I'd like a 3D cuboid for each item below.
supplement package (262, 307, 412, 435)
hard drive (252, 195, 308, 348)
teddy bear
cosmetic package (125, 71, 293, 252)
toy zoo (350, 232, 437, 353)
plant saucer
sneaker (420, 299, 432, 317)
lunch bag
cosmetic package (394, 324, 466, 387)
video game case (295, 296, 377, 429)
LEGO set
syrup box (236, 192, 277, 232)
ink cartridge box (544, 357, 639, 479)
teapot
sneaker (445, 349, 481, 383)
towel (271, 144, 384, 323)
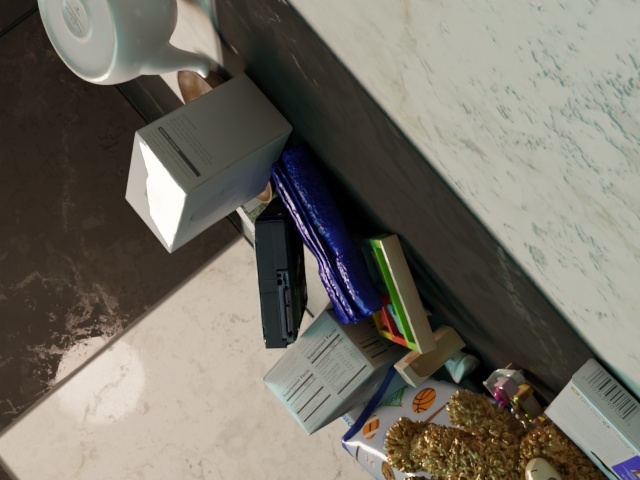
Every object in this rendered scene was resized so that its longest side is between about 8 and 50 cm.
[{"bbox_3d":[0.052,0.232,1.662,0.145,0.204,0.262,48,-156,16],"label":"supplement package"},{"bbox_3d":[-0.073,0.049,1.644,0.339,0.064,0.237,-77,-17,-78],"label":"hard drive"},{"bbox_3d":[0.228,0.330,1.187,0.338,0.245,0.113,9,176,38],"label":"teddy bear"},{"bbox_3d":[-0.192,-0.129,1.430,0.138,0.225,0.224,50,151,10],"label":"cosmetic package"},{"bbox_3d":[0.107,0.080,1.445,0.293,0.030,0.192,-178,67,-79],"label":"toy zoo"},{"bbox_3d":[-0.173,-0.214,1.662,0.310,0.050,0.310,49,165,17],"label":"plant saucer"},{"bbox_3d":[0.155,0.119,1.532,0.073,0.063,0.162,64,167,7],"label":"sneaker"},{"bbox_3d":[0.275,0.437,1.507,0.385,0.239,0.328,44,166,-26],"label":"lunch bag"},{"bbox_3d":[0.187,0.196,1.454,0.041,0.115,0.060,52,171,-6],"label":"cosmetic package"},{"bbox_3d":[0.089,0.280,1.935,0.300,0.036,0.329,51,-147,-7],"label":"video game case"},{"bbox_3d":[0.331,0.321,1.268,0.287,0.107,0.132,50,172,3],"label":"LEGO set"},{"bbox_3d":[-0.156,-0.091,2.070,0.096,0.093,0.237,42,169,42],"label":"syrup box"},{"bbox_3d":[0.360,0.245,0.987,0.206,0.045,0.208,47,170,19],"label":"ink cartridge box"},{"bbox_3d":[-0.322,-0.386,1.371,0.252,0.187,0.256,19,127,37],"label":"teapot"},{"bbox_3d":[0.238,0.214,1.479,0.061,0.054,0.152,51,173,12],"label":"sneaker"},{"bbox_3d":[0.000,0.000,1.461,0.308,0.076,0.227,64,172,5],"label":"towel"}]
